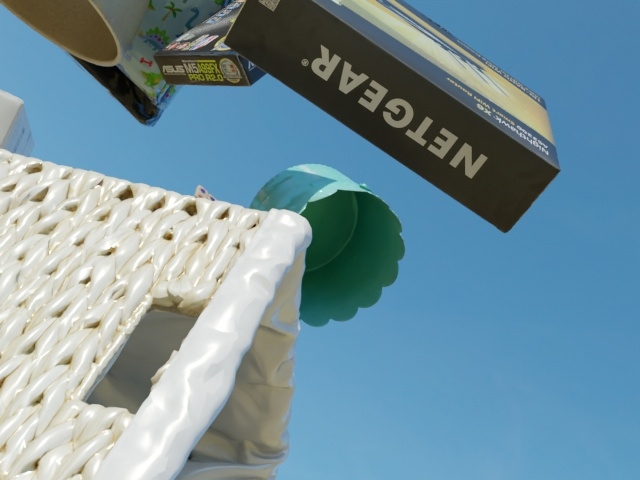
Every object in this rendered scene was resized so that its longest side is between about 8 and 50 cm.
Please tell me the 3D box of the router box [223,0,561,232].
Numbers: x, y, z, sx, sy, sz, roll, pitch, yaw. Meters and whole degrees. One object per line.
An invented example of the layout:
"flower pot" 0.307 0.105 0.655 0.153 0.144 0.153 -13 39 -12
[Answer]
"router box" 0.083 -0.165 0.781 0.309 0.243 0.081 33 -63 -5

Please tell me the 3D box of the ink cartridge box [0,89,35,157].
"ink cartridge box" -0.439 -0.090 0.884 0.168 0.171 0.233 24 -12 -13

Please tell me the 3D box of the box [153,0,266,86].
"box" -0.117 -0.354 1.340 0.216 0.270 0.060 11 -45 42

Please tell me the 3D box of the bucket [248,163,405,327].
"bucket" 0.000 0.000 1.465 0.183 0.281 0.281 52 -15 56

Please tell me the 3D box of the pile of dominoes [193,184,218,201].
"pile of dominoes" -0.185 -0.006 1.620 0.040 0.251 0.196 -40 -67 21

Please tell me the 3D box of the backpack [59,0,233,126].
"backpack" -0.316 -0.440 1.512 0.290 0.355 0.273 45 -5 -11

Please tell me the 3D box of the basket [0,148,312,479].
"basket" -0.187 0.161 0.578 0.267 0.328 0.331 16 -50 11

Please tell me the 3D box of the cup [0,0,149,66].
"cup" -0.369 -0.463 1.178 0.331 0.237 0.331 30 -15 9
